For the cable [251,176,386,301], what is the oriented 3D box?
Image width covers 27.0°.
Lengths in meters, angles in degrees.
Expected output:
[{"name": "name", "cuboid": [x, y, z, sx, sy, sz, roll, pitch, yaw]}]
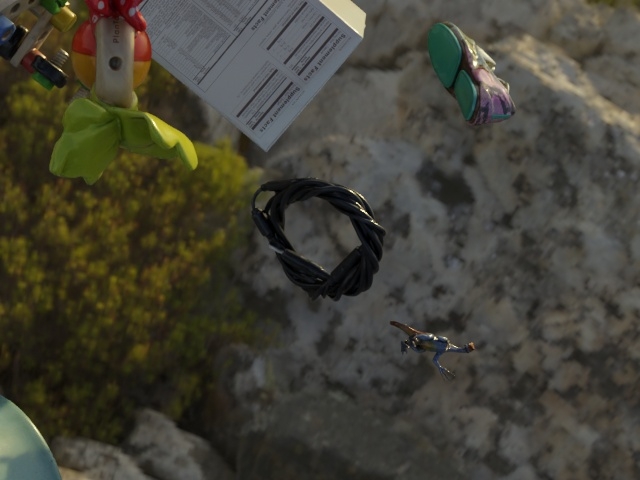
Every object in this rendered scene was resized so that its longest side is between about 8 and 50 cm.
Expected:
[{"name": "cable", "cuboid": [0.000, 0.000, 1.475, 0.047, 0.184, 0.151, -30, 109, -40]}]

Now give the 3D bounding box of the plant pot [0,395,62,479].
[{"name": "plant pot", "cuboid": [-0.401, 0.275, 1.302, 0.255, 0.272, 0.271, -27, 66, -42]}]

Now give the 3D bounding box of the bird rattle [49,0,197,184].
[{"name": "bird rattle", "cuboid": [-0.209, -0.185, 1.294, 0.143, 0.253, 0.207, -9, 15, -13]}]

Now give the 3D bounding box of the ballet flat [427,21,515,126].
[{"name": "ballet flat", "cuboid": [0.210, -0.223, 1.816, 0.079, 0.077, 0.221, 6, 35, -20]}]

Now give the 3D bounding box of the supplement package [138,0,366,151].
[{"name": "supplement package", "cuboid": [-0.102, -0.291, 1.741, 0.262, 0.198, 0.199, 39, 16, -9]}]

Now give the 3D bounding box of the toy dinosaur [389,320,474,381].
[{"name": "toy dinosaur", "cuboid": [0.140, 0.119, 1.592, 0.082, 0.047, 0.090, -1, 50, -31]}]

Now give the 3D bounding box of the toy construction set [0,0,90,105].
[{"name": "toy construction set", "cuboid": [-0.441, -0.397, 1.964, 0.309, 0.257, 0.237, 34, 86, 29]}]
